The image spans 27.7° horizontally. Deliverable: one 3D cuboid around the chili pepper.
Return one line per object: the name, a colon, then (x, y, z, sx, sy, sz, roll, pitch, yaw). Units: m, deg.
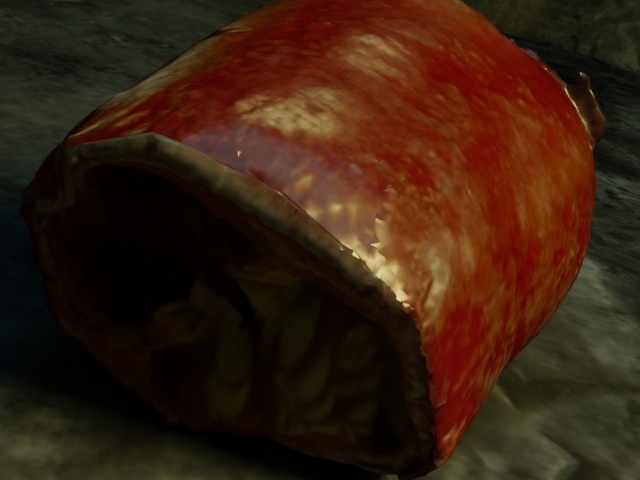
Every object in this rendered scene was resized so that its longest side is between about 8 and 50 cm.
chili pepper: (0.000, 0.000, 0.691, 0.251, 0.229, 0.305, 46, 34, -2)
